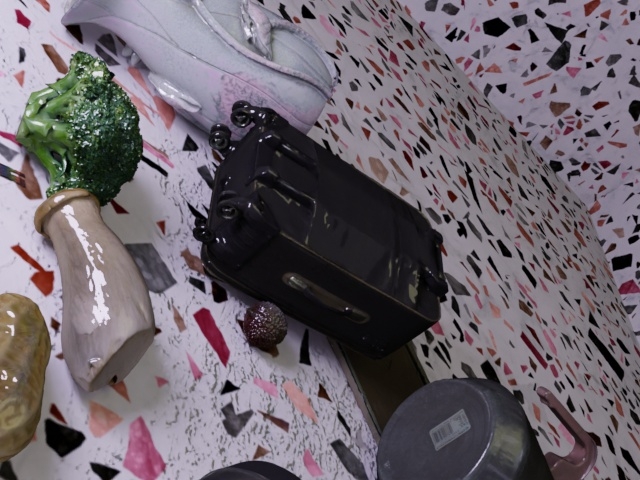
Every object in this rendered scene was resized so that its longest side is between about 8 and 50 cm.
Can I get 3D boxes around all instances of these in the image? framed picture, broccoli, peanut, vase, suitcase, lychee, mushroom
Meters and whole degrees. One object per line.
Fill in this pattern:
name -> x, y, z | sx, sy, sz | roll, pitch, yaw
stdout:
framed picture -> 0.096, 0.189, 1.458 | 0.247, 0.022, 0.335 | 4, 55, -56
broccoli -> -0.301, -0.138, 1.056 | 0.156, 0.195, 0.195 | 19, 39, -19
peanut -> -0.313, 0.129, 0.805 | 0.093, 0.083, 0.194 | 2, 42, -14
vase -> -0.197, -0.324, 1.357 | 0.445, 0.250, 0.250 | 31, 34, -28
suitcase -> 0.000, 0.000, 1.305 | 0.433, 0.194, 0.283 | 29, 39, -25
lychee -> -0.083, 0.123, 1.205 | 0.083, 0.068, 0.067 | 36, 73, -38
mushroom -> -0.259, 0.056, 0.964 | 0.096, 0.108, 0.247 | 88, -18, -67

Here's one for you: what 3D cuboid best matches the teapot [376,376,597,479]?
teapot -> 0.280, 0.371, 1.274 | 0.344, 0.300, 0.253 | 46, -8, -29

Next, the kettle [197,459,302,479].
kettle -> -0.136, 0.354, 0.751 | 0.207, 0.251, 0.271 | 33, 23, 31

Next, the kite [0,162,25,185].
kite -> -0.449, -0.115, 0.952 | 0.244, 0.006, 0.198 | 31, 34, -38
